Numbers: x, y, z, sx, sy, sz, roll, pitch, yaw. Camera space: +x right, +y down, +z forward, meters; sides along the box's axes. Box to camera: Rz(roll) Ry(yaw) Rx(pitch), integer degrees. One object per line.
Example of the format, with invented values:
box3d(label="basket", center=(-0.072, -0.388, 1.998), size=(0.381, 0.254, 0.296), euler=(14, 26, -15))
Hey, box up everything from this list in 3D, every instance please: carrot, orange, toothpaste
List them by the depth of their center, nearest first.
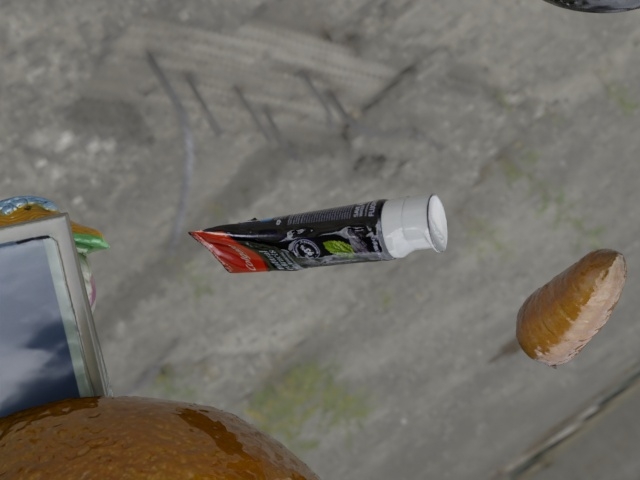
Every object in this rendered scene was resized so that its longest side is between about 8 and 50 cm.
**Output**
box3d(label="orange", center=(-0.142, 0.265, 1.003), size=(0.357, 0.322, 0.322), euler=(-3, 180, 34))
box3d(label="toothpaste", center=(0.000, 0.000, 1.089), size=(0.193, 0.045, 0.071), euler=(-7, 149, 23))
box3d(label="carrot", center=(0.228, 0.048, 1.267), size=(0.072, 0.072, 0.205), euler=(-26, 163, -18))

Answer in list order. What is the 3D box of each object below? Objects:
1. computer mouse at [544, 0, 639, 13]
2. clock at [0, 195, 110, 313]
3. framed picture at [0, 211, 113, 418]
box3d(label="computer mouse", center=(0.232, -0.250, 1.047), size=(0.233, 0.137, 0.096), euler=(-43, 135, -39))
box3d(label="clock", center=(-0.298, 0.045, 1.355), size=(0.231, 0.144, 0.103), euler=(-25, 160, 17))
box3d(label="framed picture", center=(-0.306, 0.092, 1.157), size=(0.260, 0.189, 0.023), euler=(-10, -170, 2))
